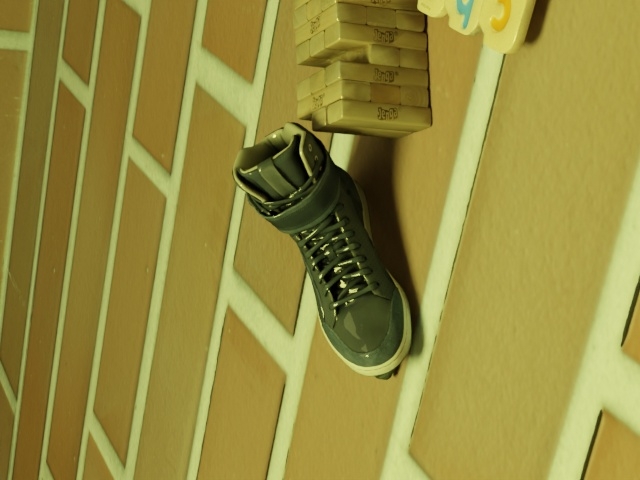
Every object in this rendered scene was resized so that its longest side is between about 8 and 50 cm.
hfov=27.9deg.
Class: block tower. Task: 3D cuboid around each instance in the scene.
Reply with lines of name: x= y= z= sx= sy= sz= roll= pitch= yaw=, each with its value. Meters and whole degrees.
block tower: x=0.031 y=-0.261 z=1.153 sx=0.091 sy=0.097 sz=0.335 roll=-16 pitch=73 yaw=62

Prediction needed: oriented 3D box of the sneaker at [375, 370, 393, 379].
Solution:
sneaker: x=0.043 y=0.098 z=1.178 sx=0.083 sy=0.031 sz=0.035 roll=-133 pitch=50 yaw=-55

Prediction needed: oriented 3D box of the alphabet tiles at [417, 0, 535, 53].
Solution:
alphabet tiles: x=0.148 y=-0.295 z=0.994 sx=0.284 sy=0.021 sz=0.278 roll=44 pitch=125 yaw=56

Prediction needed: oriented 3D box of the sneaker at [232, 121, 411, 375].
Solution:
sneaker: x=-0.002 y=0.000 z=1.123 sx=0.086 sy=0.163 sz=0.226 roll=-28 pitch=54 yaw=12
